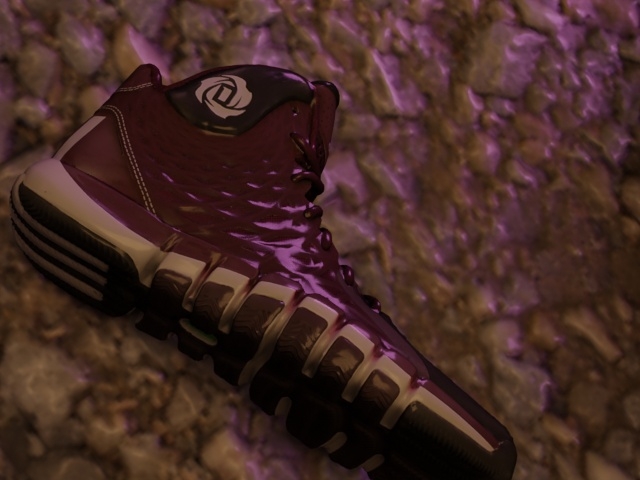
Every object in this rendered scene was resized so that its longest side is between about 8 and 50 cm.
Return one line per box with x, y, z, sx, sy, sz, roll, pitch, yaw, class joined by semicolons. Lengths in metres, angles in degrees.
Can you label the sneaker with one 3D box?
0.000;0.000;0.738;0.281;0.106;0.162;33;62;-2;sneaker
